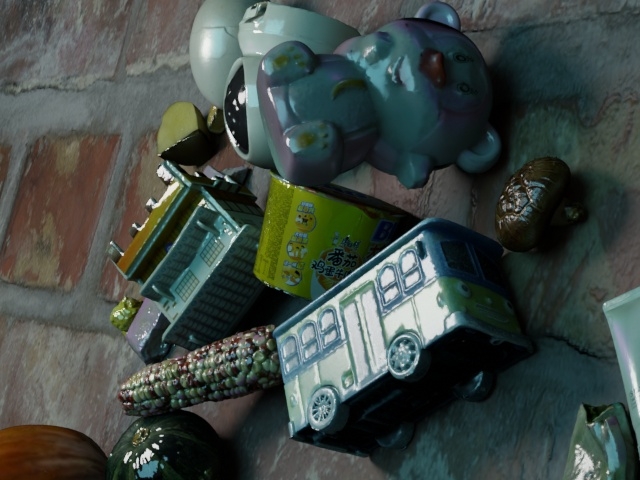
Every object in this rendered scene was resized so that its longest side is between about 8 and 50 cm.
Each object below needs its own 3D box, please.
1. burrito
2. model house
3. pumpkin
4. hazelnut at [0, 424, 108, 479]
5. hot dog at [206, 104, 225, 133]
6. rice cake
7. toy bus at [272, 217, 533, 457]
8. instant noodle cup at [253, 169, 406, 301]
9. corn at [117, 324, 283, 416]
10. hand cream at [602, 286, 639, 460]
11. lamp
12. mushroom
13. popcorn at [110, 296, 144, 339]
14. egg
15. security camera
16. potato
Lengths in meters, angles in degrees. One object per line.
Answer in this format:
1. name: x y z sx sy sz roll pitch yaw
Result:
1. burrito: 0.289 0.320 1.406 0.096 0.066 0.309 -5 66 51
2. model house: -0.169 0.026 1.964 0.215 0.198 0.224 46 108 30
3. pumpkin: -0.228 0.335 1.932 0.190 0.146 0.190 -41 17 15
4. hazelnut: -0.473 0.461 2.051 0.372 0.315 0.372 -5 67 12
5. hot dog: -0.168 -0.226 2.223 0.034 0.030 0.090 30 96 56
6. rice cake: -0.222 0.033 2.143 0.072 0.056 0.365 31 97 49
7. toy bus: 0.097 0.130 1.650 0.312 0.152 0.190 -37 48 33
8. instant noodle cup: 0.000 0.000 1.799 0.205 0.205 0.153 26 99 51
9. corn: -0.160 0.191 1.899 0.280 0.092 0.092 -16 58 16
10. hand cream: 0.356 0.142 1.429 0.078 0.050 0.205 -32 47 36
11. lamp: 0.076 -0.169 1.737 0.247 0.301 0.247 106 148 -68
12. mushroom: 0.259 -0.045 1.598 0.109 0.085 0.126 21 83 52
13. popcorn: -0.322 0.134 2.209 0.059 0.068 0.083 -119 29 -55
14. egg: -0.139 -0.314 2.136 0.151 0.151 0.209 -8 71 47
15. security camera: -0.052 -0.221 1.970 0.194 0.194 0.236 13 88 51
16. potato: -0.227 -0.187 2.246 0.096 0.066 0.103 -22 51 26
